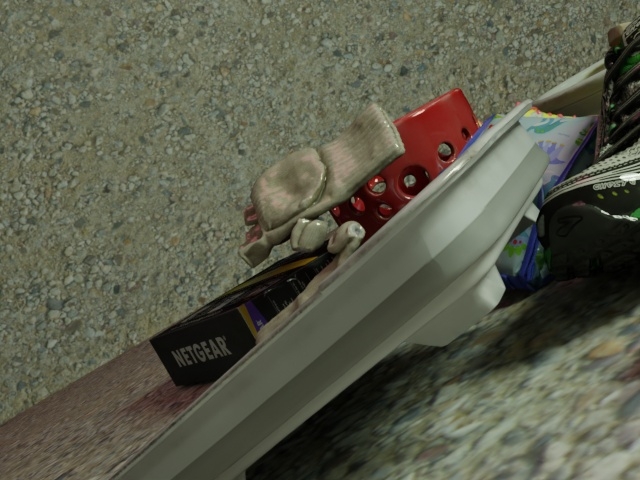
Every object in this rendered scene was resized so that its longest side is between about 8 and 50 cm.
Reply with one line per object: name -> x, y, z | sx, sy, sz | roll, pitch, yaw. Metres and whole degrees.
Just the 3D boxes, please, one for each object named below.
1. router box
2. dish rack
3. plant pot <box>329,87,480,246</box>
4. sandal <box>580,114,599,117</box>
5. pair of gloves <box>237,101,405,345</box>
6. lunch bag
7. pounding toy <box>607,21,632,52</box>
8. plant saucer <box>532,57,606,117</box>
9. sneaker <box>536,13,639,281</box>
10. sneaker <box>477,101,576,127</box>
router box -> -0.057, 0.083, 1.103 | 0.243, 0.081, 0.309 | -31, 4, -31
dish rack -> 0.021, 0.054, 0.568 | 0.333, 0.072, 0.285 | -42, -2, 27
plant pot -> 0.107, -0.050, 0.935 | 0.191, 0.174, 0.191 | -30, 3, 2
sandal -> 0.283, -0.093, 0.856 | 0.302, 0.086, 0.120 | -30, 4, -13
pair of gloves -> 0.000, 0.000, 0.798 | 0.204, 0.240, 0.042 | -32, -41, 28
lunch bag -> 0.165, -0.030, 0.713 | 0.151, 0.096, 0.129 | -53, 31, -15
pounding toy -> 0.400, -0.237, 0.925 | 0.154, 0.155, 0.269 | -5, -2, -32
plant saucer -> 0.506, -0.255, 1.245 | 0.400, 0.100, 0.400 | -30, 4, 2
sneaker -> 0.234, -0.081, 0.603 | 0.134, 0.146, 0.343 | -26, 7, 44
sneaker -> 0.285, -0.142, 1.110 | 0.208, 0.094, 0.081 | -11, -14, 5
